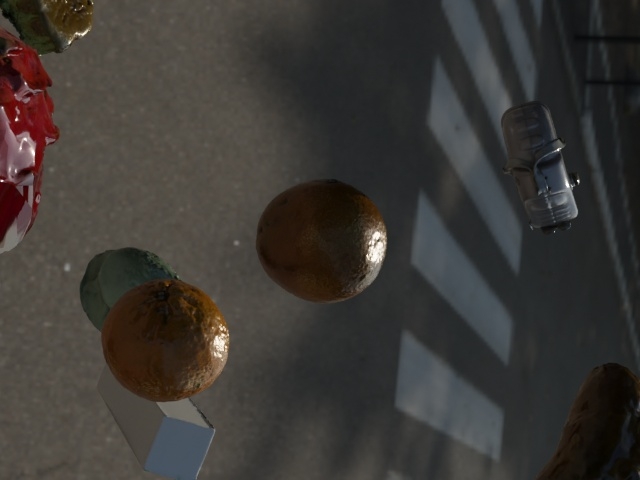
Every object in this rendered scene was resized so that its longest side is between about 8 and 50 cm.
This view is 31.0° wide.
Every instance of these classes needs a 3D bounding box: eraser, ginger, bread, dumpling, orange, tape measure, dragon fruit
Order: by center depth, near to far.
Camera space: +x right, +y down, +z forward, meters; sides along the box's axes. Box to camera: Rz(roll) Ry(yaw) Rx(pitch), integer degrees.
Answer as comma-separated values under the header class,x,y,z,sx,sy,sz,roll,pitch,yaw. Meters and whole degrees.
class,x,y,z,sx,sy,sz,roll,pitch,yaw
dragon fruit,-0.279,-0.077,0.881,0.261,0.163,0.189,-19,84,-64
orange,-0.165,0.103,1.219,0.117,0.135,0.136,75,25,-55
bread,-0.366,-0.322,1.558,0.140,0.069,0.128,-66,142,-49
eraser,-0.233,0.230,1.592,0.078,0.076,0.298,-68,-154,5
ginger,0.392,0.332,1.637,0.321,0.172,0.165,-56,134,-12
orange,0.000,0.000,1.783,0.206,0.206,0.206,4,90,-73
dumpling,-0.309,0.077,1.884,0.152,0.219,0.108,-46,141,-40
tape measure,0.374,-0.140,1.994,0.236,0.120,0.197,45,32,-65
